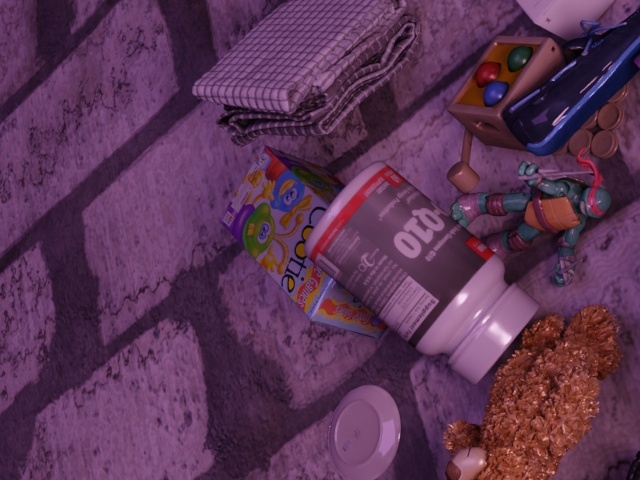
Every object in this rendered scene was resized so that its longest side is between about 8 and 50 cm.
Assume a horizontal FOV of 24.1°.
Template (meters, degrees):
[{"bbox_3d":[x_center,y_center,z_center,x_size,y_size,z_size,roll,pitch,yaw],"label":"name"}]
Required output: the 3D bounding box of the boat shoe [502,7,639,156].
[{"bbox_3d":[0.333,-0.223,1.872,0.258,0.109,0.089,-42,69,-12],"label":"boat shoe"}]

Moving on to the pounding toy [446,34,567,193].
[{"bbox_3d":[0.219,-0.169,1.990,0.206,0.094,0.181,-55,27,-9],"label":"pounding toy"}]

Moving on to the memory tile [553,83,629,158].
[{"bbox_3d":[0.353,-0.180,1.964,0.113,0.012,0.148,6,80,47],"label":"memory tile"}]

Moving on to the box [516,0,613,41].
[{"bbox_3d":[0.316,-0.371,2.010,0.130,0.091,0.170,-49,47,23],"label":"box"}]

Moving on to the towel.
[{"bbox_3d":[-0.014,-0.255,2.225,0.235,0.121,0.284,7,46,46],"label":"towel"}]

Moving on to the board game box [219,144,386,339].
[{"bbox_3d":[0.000,0.000,2.178,0.275,0.144,0.142,45,109,44],"label":"board game box"}]

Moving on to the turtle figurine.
[{"bbox_3d":[0.287,-0.029,1.911,0.234,0.118,0.175,-13,105,46],"label":"turtle figurine"}]

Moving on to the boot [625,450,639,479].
[{"bbox_3d":[0.318,0.354,1.732,0.348,0.131,0.260,21,94,44],"label":"boot"}]

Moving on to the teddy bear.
[{"bbox_3d":[0.243,0.208,1.800,0.338,0.113,0.245,-52,24,-14],"label":"teddy bear"}]

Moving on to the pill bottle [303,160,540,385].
[{"bbox_3d":[0.133,0.043,1.927,0.283,0.161,0.161,40,110,8],"label":"pill bottle"}]

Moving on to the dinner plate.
[{"bbox_3d":[0.057,0.272,2.120,0.141,0.017,0.141,-18,64,43],"label":"dinner plate"}]

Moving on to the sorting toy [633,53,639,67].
[{"bbox_3d":[0.512,-0.144,1.717,0.126,0.127,0.365,-45,49,11],"label":"sorting toy"}]
